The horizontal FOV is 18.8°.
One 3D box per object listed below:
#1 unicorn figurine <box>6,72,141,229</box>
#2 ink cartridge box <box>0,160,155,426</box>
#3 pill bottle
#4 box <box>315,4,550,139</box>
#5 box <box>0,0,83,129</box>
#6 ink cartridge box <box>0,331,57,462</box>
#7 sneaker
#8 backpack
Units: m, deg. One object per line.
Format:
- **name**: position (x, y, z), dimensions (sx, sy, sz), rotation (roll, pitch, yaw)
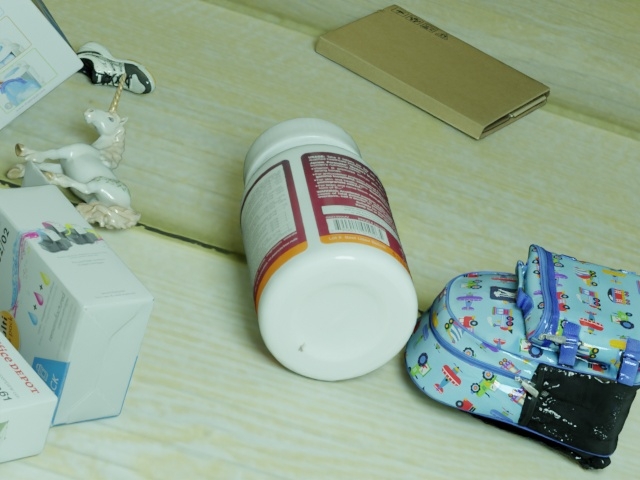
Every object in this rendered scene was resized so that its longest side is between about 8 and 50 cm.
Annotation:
- **unicorn figurine**: position (-0.193, -0.059, 1.574), dimensions (0.111, 0.060, 0.162), rotation (-2, 52, -34)
- **ink cartridge box**: position (-0.197, 0.033, 1.357), dimensions (0.062, 0.104, 0.181), rotation (-6, 38, -39)
- **pill bottle**: position (0.000, 0.000, 1.515), dimensions (0.121, 0.121, 0.221), rotation (11, 30, -15)
- **box**: position (0.116, -0.175, 1.980), dimensions (0.201, 0.021, 0.164), rotation (31, 31, 19)
- **box**: position (-0.303, -0.202, 1.582), dimensions (0.203, 0.103, 0.114), rotation (52, 1, -45)
- **ink cartridge box**: position (-0.247, 0.106, 1.259), dimensions (0.122, 0.052, 0.088), rotation (-8, 39, -41)
- **sneaker**: position (-0.189, -0.149, 1.752), dimensions (0.083, 0.032, 0.037), rotation (25, 43, 19)
- **backpack**: position (0.158, 0.077, 1.489), dimensions (0.173, 0.117, 0.158), rotation (17, 28, 0)
